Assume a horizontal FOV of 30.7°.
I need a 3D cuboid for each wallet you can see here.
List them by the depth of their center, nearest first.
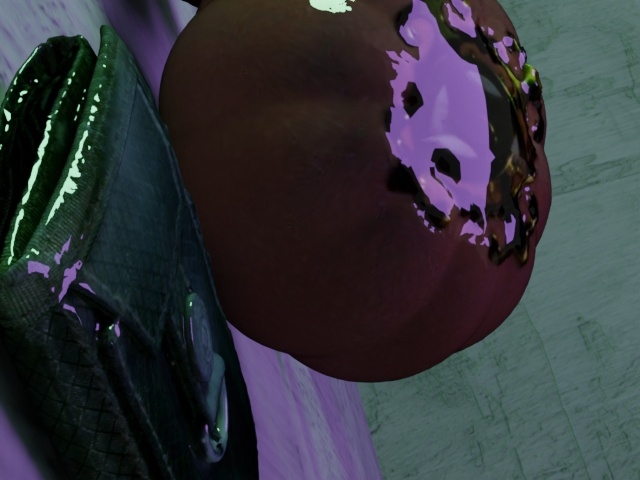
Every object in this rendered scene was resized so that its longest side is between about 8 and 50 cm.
[{"bbox_3d":[-0.062,0.055,0.442,0.160,0.055,0.236,-93,169,-53],"label":"wallet"}]

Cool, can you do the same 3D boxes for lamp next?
[{"bbox_3d":[0.015,-0.055,0.787,0.305,0.239,0.306,16,68,-44],"label":"lamp"}]

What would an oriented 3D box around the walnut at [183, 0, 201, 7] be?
[{"bbox_3d":[-0.043,-0.298,0.861,0.221,0.244,0.269,36,-13,-7],"label":"walnut"}]
